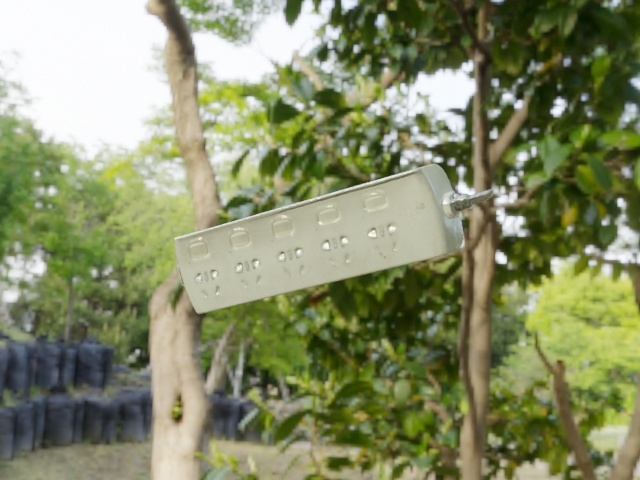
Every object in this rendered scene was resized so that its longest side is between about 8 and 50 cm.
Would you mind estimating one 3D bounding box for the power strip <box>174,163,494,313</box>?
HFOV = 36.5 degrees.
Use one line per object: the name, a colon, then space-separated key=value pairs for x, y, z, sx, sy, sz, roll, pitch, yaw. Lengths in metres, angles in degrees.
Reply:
power strip: x=0.000 y=0.000 z=0.680 sx=0.253 sy=0.060 sz=0.027 roll=-15 pitch=3 yaw=25
